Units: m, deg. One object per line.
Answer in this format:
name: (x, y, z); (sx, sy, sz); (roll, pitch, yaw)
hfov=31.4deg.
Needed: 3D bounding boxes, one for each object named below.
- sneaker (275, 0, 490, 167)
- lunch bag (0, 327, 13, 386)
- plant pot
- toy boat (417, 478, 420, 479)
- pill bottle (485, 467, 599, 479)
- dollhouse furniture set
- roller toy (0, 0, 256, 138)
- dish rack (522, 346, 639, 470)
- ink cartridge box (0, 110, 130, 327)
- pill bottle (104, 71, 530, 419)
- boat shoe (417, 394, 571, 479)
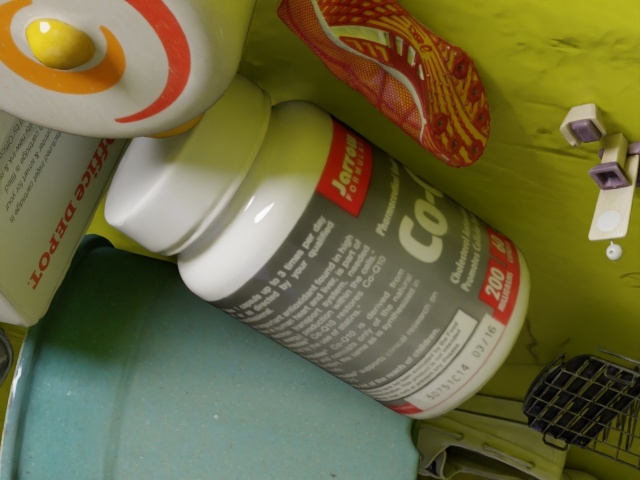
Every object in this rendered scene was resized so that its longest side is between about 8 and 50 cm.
sneaker: (0.046, -0.112, 0.729); (0.175, 0.064, 0.067); (43, 164, -28)
lunch bag: (-0.553, 0.124, 1.352); (0.305, 0.212, 0.256); (40, 162, -32)
plant pot: (-0.075, 0.181, 1.051); (0.334, 0.341, 0.341); (7, 150, 5)
toy boat: (0.035, 0.352, 1.410); (0.151, 0.151, 0.231); (46, 143, -19)
pill bottle: (0.288, 0.347, 1.266); (0.152, 0.152, 0.272); (-9, 140, 42)
dollhouse furniture set: (0.216, -0.037, 0.714); (0.114, 0.081, 0.091); (-8, 142, 40)
roller toy: (-0.130, -0.153, 0.633); (0.191, 0.146, 0.209); (20, 147, -15)
dish rack: (0.322, 0.157, 1.003); (0.272, 0.074, 0.208); (20, 150, 3)
ink cartridge box: (-0.254, -0.094, 0.782); (0.114, 0.197, 0.273); (9, 149, 20)
pill bottle: (0.000, 0.000, 0.829); (0.283, 0.161, 0.161); (33, 149, -23)
boat shoe: (0.127, 0.206, 1.187); (0.258, 0.084, 0.095); (3, 148, 27)
